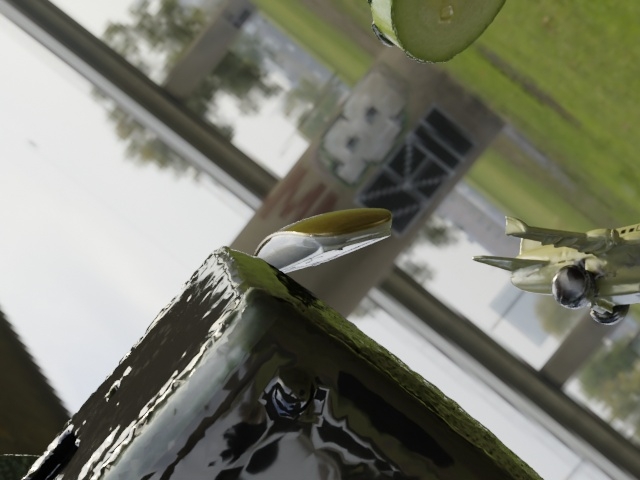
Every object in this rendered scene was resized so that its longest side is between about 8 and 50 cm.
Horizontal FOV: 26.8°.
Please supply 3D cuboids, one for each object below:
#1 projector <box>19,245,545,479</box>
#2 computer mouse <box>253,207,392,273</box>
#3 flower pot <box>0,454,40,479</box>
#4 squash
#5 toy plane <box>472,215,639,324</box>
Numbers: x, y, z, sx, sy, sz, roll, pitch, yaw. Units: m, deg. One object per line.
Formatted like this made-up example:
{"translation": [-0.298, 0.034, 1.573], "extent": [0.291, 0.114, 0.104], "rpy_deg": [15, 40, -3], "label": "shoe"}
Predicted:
{"translation": [-0.029, 0.276, 1.103], "extent": [0.405, 0.395, 0.242], "rpy_deg": [40, 180, -15], "label": "projector"}
{"translation": [0.000, -0.002, 1.331], "extent": [0.199, 0.102, 0.045], "rpy_deg": [157, 98, -68], "label": "computer mouse"}
{"translation": [-0.335, 0.393, 1.412], "extent": [0.299, 0.299, 0.283], "rpy_deg": [32, -151, -50], "label": "flower pot"}
{"translation": [0.127, -0.265, 1.229], "extent": [0.041, 0.219, 0.219], "rpy_deg": [35, -177, 26], "label": "squash"}
{"translation": [0.263, 0.023, 1.167], "extent": [0.244, 0.092, 0.229], "rpy_deg": [0, 163, 39], "label": "toy plane"}
